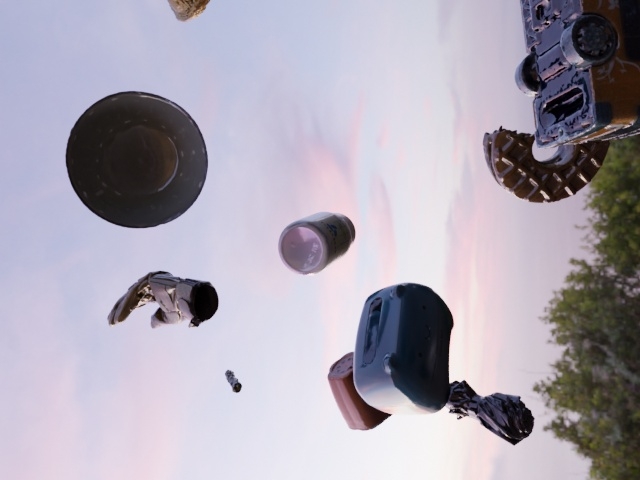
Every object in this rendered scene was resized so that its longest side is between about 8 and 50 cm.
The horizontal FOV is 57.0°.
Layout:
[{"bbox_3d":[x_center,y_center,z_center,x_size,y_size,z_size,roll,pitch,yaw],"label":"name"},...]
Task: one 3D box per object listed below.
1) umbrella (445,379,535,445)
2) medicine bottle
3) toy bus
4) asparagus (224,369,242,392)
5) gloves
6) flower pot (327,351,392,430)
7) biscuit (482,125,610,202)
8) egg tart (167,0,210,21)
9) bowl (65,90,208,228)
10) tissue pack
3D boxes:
[{"bbox_3d":[0.385,0.422,1.524,0.118,0.340,0.118,-7,-80,-43],"label":"umbrella"},{"bbox_3d":[0.000,0.000,1.802,0.293,0.170,0.170,-28,-66,-67],"label":"medicine bottle"},{"bbox_3d":[0.361,-0.292,0.753,0.162,0.194,0.323,161,102,-82],"label":"toy bus"},{"bbox_3d":[-0.262,0.416,1.756,0.165,0.030,0.036,-160,56,-70],"label":"asparagus"},{"bbox_3d":[-0.397,0.148,1.460,0.154,0.331,0.141,15,-107,-56],"label":"gloves"},{"bbox_3d":[0.113,0.423,1.702,0.173,0.191,0.190,56,-152,-13],"label":"flower pot"},{"bbox_3d":[0.676,-0.249,1.740,0.115,0.366,0.268,-103,-1,-70],"label":"biscuit"},{"bbox_3d":[-0.322,-0.623,1.419,0.074,0.191,0.191,13,-105,-48],"label":"egg tart"},{"bbox_3d":[-0.460,-0.203,1.507,0.157,0.337,0.337,-150,54,-76],"label":"bowl"},{"bbox_3d":[0.182,0.238,1.343,0.206,0.198,0.287,37,-129,-33],"label":"tissue pack"}]
